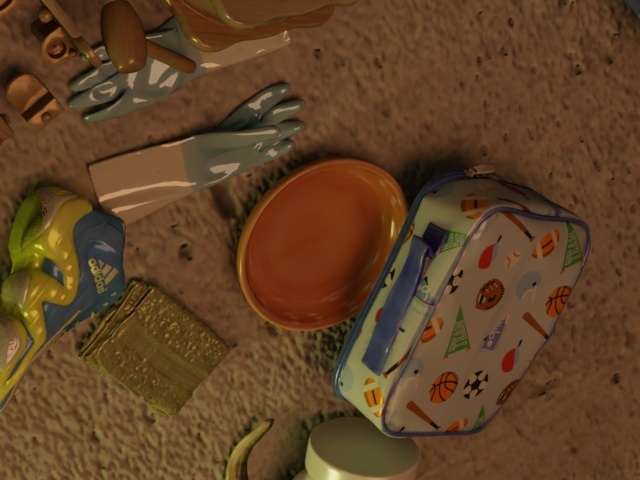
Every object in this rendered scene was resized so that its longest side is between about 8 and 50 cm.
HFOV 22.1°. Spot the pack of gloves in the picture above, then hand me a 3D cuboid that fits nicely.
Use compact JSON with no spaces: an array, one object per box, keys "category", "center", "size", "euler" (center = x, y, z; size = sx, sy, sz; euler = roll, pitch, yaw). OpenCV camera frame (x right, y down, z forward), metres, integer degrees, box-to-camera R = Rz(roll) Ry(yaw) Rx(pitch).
[{"category":"pack of gloves","center":[-0.118,-0.125,1.569],"size":[0.232,0.046,0.195],"euler":[-26,127,-15]}]

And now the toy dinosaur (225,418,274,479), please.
[{"category":"toy dinosaur","center":[-0.113,0.323,1.822],"size":[0.118,0.064,0.268],"euler":[-11,117,-29]}]

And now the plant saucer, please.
[{"category":"plant saucer","center":[0.000,0.000,1.713],"size":[0.200,0.037,0.200],"euler":[-14,123,-22]}]

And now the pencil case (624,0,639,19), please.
[{"category":"pencil case","center":[0.370,-0.287,1.711],"size":[0.306,0.119,0.133],"euler":[41,51,-39]}]

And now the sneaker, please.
[{"category":"sneaker","center":[-0.253,0.070,1.572],"size":[0.126,0.091,0.240],"euler":[13,108,-35]}]

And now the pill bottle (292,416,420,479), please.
[{"category":"pill bottle","center":[0.028,0.342,1.849],"size":[0.153,0.153,0.265],"euler":[-4,118,-28]}]

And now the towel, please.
[{"category":"towel","center":[-0.169,0.111,1.685],"size":[0.110,0.027,0.148],"euler":[-49,128,2]}]

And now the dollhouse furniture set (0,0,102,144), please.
[{"category":"dollhouse furniture set","center":[-0.275,-0.142,1.417],"size":[0.151,0.123,0.144],"euler":[-40,129,-4]}]

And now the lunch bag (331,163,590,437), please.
[{"category":"lunch bag","center":[0.149,0.066,1.764],"size":[0.243,0.115,0.303],"euler":[7,112,-46]}]

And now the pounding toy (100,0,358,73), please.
[{"category":"pounding toy","center":[-0.098,-0.248,1.486],"size":[0.269,0.155,0.154],"euler":[-19,88,-34]}]
